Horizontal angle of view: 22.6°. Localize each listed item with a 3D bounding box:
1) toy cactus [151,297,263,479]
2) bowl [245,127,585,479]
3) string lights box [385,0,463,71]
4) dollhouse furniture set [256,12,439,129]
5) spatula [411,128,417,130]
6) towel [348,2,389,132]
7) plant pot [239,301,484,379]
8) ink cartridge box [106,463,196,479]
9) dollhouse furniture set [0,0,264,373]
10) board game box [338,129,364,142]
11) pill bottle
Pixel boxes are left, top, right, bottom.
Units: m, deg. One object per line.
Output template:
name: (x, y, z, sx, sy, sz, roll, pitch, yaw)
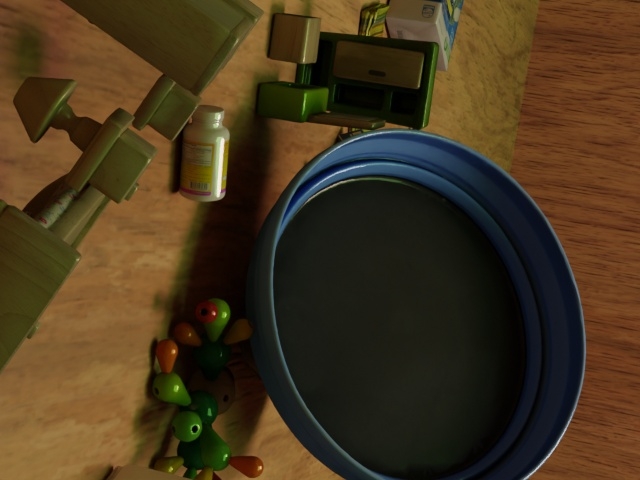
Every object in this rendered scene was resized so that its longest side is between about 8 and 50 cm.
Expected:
toy cactus: (-0.104, 0.154, 1.561, 0.180, 0.112, 0.219, -59, 148, -79)
bowl: (0.098, 0.080, 1.647, 0.077, 0.391, 0.391, -29, -141, 55)
string lights box: (0.163, -0.386, 2.259, 0.133, 0.076, 0.260, 66, 36, -64)
dollhouse furniture set: (0.045, -0.274, 1.712, 0.197, 0.151, 0.301, -26, 124, -73)
spatula: (0.121, -0.030, 2.441, 0.084, 0.030, 0.296, 55, 47, -72)
towel: (0.063, -0.192, 2.117, 0.102, 0.021, 0.237, -41, 139, -67)
plant pot: (0.038, 0.121, 1.768, 0.229, 0.263, 0.263, 33, 63, -41)
ink cartridge box: (-0.130, 0.318, 1.436, 0.086, 0.148, 0.203, -55, 151, -56)
dollhouse furniture set: (-0.217, -0.048, 1.064, 0.355, 0.174, 0.303, -53, -175, 13)
board game box: (0.076, -0.029, 2.013, 0.201, 0.035, 0.136, -122, -158, -46)
pill bottle: (-0.106, -0.080, 1.469, 0.043, 0.043, 0.083, -44, 143, -67)
